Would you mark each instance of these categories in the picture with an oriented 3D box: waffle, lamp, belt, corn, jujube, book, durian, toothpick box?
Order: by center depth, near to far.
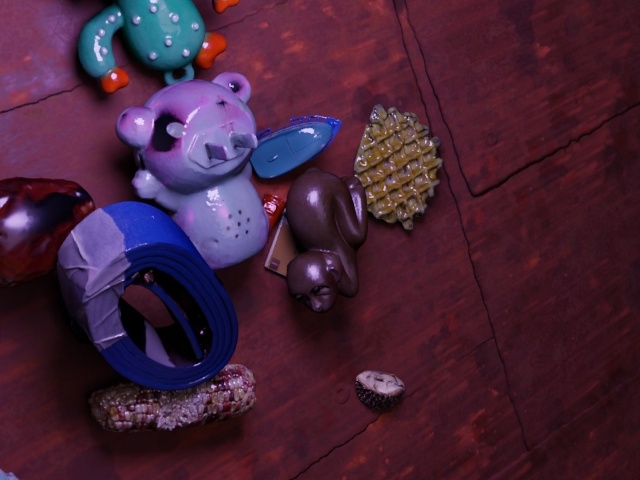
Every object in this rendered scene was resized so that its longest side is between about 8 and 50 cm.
[{"bbox_3d":[-0.441,-0.024,1.573,0.236,0.168,0.168,-33,109,-47],"label":"jujube"},{"bbox_3d":[-0.258,0.094,1.609,0.212,0.117,0.347,-34,140,-5],"label":"belt"},{"bbox_3d":[-0.180,-0.107,1.697,0.247,0.247,0.301,-24,111,-29],"label":"lamp"},{"bbox_3d":[-0.240,0.262,1.741,0.289,0.098,0.098,-3,92,-33],"label":"corn"},{"bbox_3d":[-0.096,-0.038,1.863,0.047,0.047,0.083,35,71,-29],"label":"toothpick box"},{"bbox_3d":[-0.028,-0.010,1.931,0.118,0.012,0.172,25,76,-31],"label":"book"},{"bbox_3d":[0.113,0.290,2.022,0.130,0.052,0.066,17,43,-36],"label":"durian"},{"bbox_3d":[0.147,-0.141,2.023,0.204,0.054,0.223,23,80,-32],"label":"waffle"}]

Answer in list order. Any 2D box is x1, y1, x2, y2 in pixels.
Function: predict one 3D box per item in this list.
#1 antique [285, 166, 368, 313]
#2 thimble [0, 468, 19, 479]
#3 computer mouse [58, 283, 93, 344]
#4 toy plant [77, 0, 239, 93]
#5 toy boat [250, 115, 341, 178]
[{"bbox_3d":[0.000,0.000,1.857,0.143,0.121,0.257,12,83,-46],"label":"antique"},{"bbox_3d":[-0.542,0.380,1.485,0.211,0.185,0.149,19,79,-24],"label":"thimble"},{"bbox_3d":[-0.370,0.082,1.668,0.099,0.057,0.172,-15,110,-42],"label":"computer mouse"},{"bbox_3d":[-0.298,-0.410,1.650,0.279,0.185,0.400,-51,132,-29],"label":"toy plant"},{"bbox_3d":[-0.042,-0.179,1.877,0.175,0.110,0.091,-24,107,12],"label":"toy boat"}]
